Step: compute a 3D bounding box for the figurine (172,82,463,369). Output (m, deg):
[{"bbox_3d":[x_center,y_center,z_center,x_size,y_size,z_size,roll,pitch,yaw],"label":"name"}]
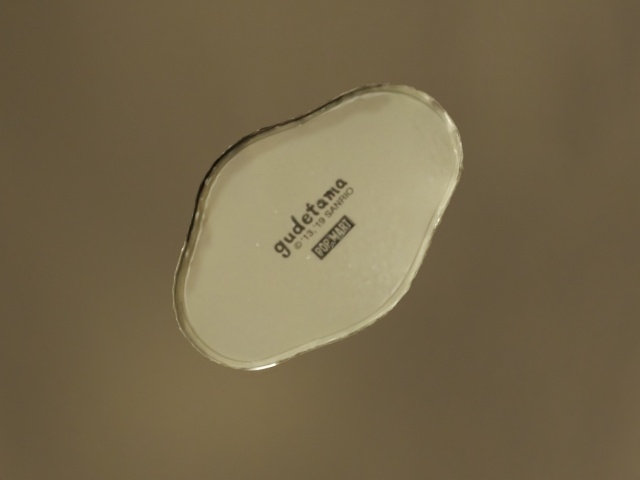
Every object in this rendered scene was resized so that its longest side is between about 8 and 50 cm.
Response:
[{"bbox_3d":[0.000,0.000,0.972,0.250,0.167,0.141,-36,-11,-6],"label":"figurine"}]
